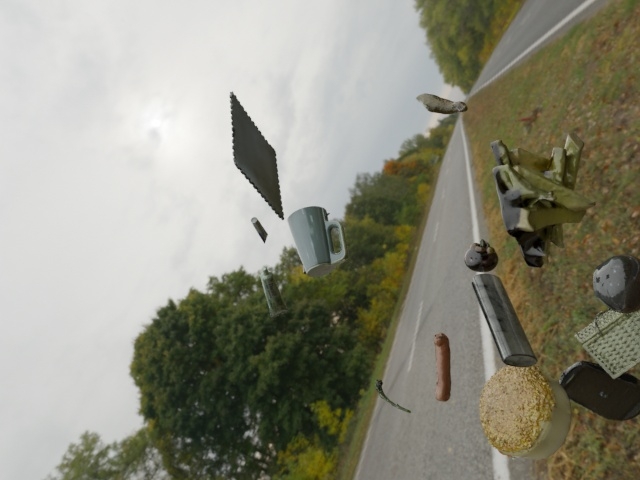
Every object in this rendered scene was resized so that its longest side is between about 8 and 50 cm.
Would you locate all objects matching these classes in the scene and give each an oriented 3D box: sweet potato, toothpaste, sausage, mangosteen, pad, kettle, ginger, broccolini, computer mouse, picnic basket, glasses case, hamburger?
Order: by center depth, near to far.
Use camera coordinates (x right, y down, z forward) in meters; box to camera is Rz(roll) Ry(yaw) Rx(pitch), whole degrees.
[{"bbox_3d":[-0.124,-0.021,0.926,0.083,0.015,0.024,65,-143,-61],"label":"toothpaste"},{"bbox_3d":[0.273,-0.302,1.005,0.041,0.153,0.038,-2,-66,-37],"label":"sweet potato"},{"bbox_3d":[0.274,0.283,1.010,0.042,0.036,0.157,-15,-78,-68],"label":"sausage"},{"bbox_3d":[-0.166,-0.220,1.192,0.269,0.012,0.269,54,-158,-53],"label":"pad"},{"bbox_3d":[0.820,0.252,1.218,0.196,0.154,0.134,-47,-32,20],"label":"picnic basket"},{"bbox_3d":[0.671,-0.149,1.321,0.211,0.358,0.413,-21,38,40],"label":"ginger"},{"bbox_3d":[0.604,0.516,1.366,0.276,0.179,0.294,-78,12,-50],"label":"hamburger"},{"bbox_3d":[0.556,0.236,1.369,0.299,0.114,0.060,-95,24,-44],"label":"glasses case"},{"bbox_3d":[-0.157,0.172,1.476,0.064,0.041,0.218,-22,-52,-12],"label":"toothpaste"},{"bbox_3d":[0.954,0.497,1.522,0.087,0.295,0.168,-59,-8,-61],"label":"computer mouse"},{"bbox_3d":[0.000,0.000,1.712,0.211,0.243,0.160,-25,-26,16],"label":"kettle"},{"bbox_3d":[0.647,0.060,1.809,0.140,0.140,0.140,-61,-9,-18],"label":"mangosteen"},{"bbox_3d":[0.296,0.666,1.896,0.052,0.194,0.054,-55,-27,9],"label":"broccolini"}]

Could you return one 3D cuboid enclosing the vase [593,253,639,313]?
[{"bbox_3d":[0.645,0.087,0.880,0.120,0.183,0.120,0,-90,-43],"label":"vase"}]
